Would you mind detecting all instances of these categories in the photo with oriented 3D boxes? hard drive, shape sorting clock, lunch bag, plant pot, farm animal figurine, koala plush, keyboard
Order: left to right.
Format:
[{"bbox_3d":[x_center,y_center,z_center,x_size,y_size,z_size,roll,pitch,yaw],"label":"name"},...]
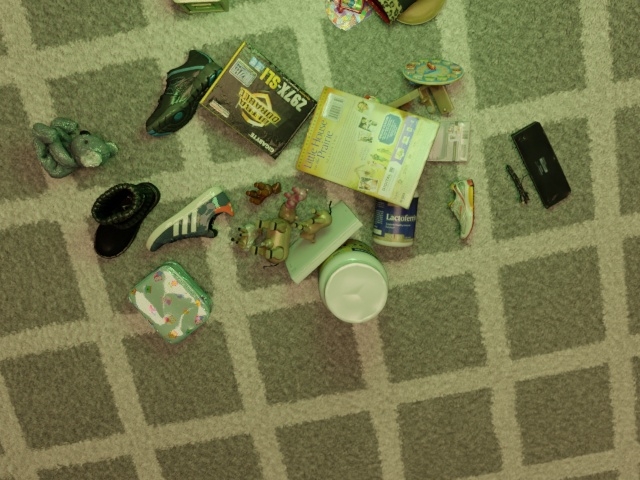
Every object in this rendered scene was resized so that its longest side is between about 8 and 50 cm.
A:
[{"bbox_3d":[-0.834,-0.308,1.662,0.221,0.196,0.203,4,113,-3],"label":"koala plush"},{"bbox_3d":[-0.552,0.231,1.809,0.224,0.108,0.279,-39,102,1],"label":"lunch bag"},{"bbox_3d":[-0.124,-0.052,1.717,0.330,0.172,0.327,31,104,30],"label":"farm animal figurine"},{"bbox_3d":[0.000,0.000,1.731,0.307,0.203,0.040,-42,118,6],"label":"hard drive"},{"bbox_3d":[0.320,-0.866,1.651,0.236,0.032,0.236,0,101,-1],"label":"plant pot"},{"bbox_3d":[0.382,-0.578,1.632,0.206,0.206,0.040,-9,130,0],"label":"shape sorting clock"},{"bbox_3d":[0.791,-0.260,1.788,0.201,0.033,0.317,-30,100,-2],"label":"keyboard"}]

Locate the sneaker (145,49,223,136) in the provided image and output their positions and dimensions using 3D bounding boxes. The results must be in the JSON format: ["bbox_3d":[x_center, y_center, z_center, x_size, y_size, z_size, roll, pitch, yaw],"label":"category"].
[{"bbox_3d":[-0.492,-0.507,1.671,0.341,0.125,0.140,-45,83,1],"label":"sneaker"}]

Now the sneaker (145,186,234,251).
[{"bbox_3d":[-0.467,-0.041,1.744,0.350,0.131,0.148,-36,96,5],"label":"sneaker"}]

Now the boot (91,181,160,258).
[{"bbox_3d":[-0.713,-0.064,1.666,0.131,0.260,0.348,35,98,-8],"label":"boot"}]

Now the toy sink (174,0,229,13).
[{"bbox_3d":[-0.390,-0.819,1.537,0.152,0.234,0.131,-4,101,-2],"label":"toy sink"}]

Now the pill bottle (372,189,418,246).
[{"bbox_3d":[0.274,-0.118,1.740,0.153,0.153,0.265,3,101,-2],"label":"pill bottle"}]

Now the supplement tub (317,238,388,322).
[{"bbox_3d":[0.110,0.137,1.695,0.241,0.331,0.241,0,101,-2],"label":"supplement tub"}]

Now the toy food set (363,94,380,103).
[{"bbox_3d":[0.178,-0.481,1.730,0.083,0.020,0.083,4,101,-2],"label":"toy food set"}]

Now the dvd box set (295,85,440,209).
[{"bbox_3d":[0.157,-0.318,1.644,0.420,0.062,0.308,20,94,10],"label":"dvd box set"}]

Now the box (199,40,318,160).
[{"bbox_3d":[-0.209,-0.476,1.656,0.322,0.079,0.257,36,97,-23],"label":"box"}]

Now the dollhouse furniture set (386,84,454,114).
[{"bbox_3d":[0.348,-0.466,1.676,0.151,0.144,0.123,-35,103,-32],"label":"dollhouse furniture set"}]

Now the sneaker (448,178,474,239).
[{"bbox_3d":[0.527,-0.116,1.793,0.092,0.088,0.225,0,102,19],"label":"sneaker"}]

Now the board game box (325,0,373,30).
[{"bbox_3d":[0.102,-0.815,1.654,0.168,0.033,0.133,-29,101,5],"label":"board game box"}]

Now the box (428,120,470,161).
[{"bbox_3d":[0.446,-0.363,1.753,0.186,0.038,0.145,0,101,-3],"label":"box"}]

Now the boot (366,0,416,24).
[{"bbox_3d":[0.232,-0.929,1.556,0.284,0.138,0.377,-40,105,6],"label":"boot"}]
